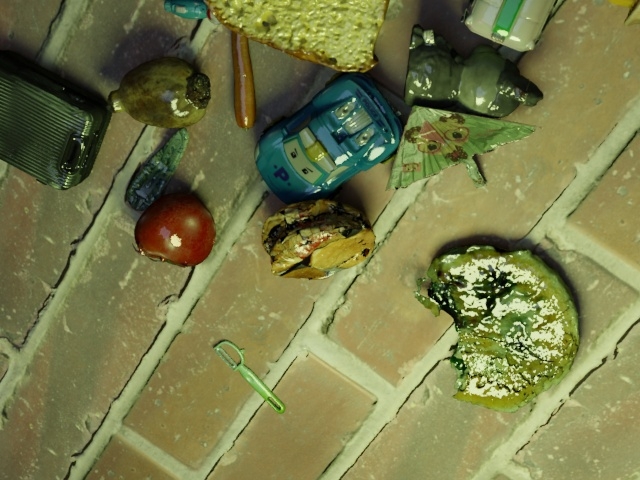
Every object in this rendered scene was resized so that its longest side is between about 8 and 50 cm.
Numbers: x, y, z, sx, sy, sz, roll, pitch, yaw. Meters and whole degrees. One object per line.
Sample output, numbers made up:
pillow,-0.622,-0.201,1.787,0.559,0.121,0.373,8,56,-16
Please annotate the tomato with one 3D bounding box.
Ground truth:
tomato,-0.296,-0.023,1.828,0.167,0.167,0.167,5,111,12

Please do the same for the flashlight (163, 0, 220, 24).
flashlight,-0.234,-0.440,1.711,0.129,0.051,0.051,10,112,16

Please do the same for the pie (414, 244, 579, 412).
pie,0.360,0.172,1.777,0.296,0.078,0.371,-15,105,17

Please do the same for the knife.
knife,-0.146,0.298,1.980,0.054,0.015,0.212,-40,96,15

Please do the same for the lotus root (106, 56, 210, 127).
lotus root,-0.314,-0.285,1.744,0.214,0.138,0.138,0,110,15

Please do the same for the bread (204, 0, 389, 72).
bread,-0.028,-0.426,1.593,0.340,0.179,0.194,22,112,8

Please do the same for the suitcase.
suitcase,-0.588,-0.251,1.819,0.312,0.128,0.202,28,114,2

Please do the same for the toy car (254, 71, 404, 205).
toy car,0.006,-0.176,1.688,0.314,0.166,0.198,-33,96,23

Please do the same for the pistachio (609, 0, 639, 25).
pistachio,0.563,-0.485,1.401,0.230,0.230,0.309,46,115,-6

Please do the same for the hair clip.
hair clip,-0.327,-0.148,1.845,0.066,0.036,0.229,41,120,1

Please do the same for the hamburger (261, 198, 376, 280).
hamburger,0.000,0.000,1.735,0.231,0.231,0.107,-31,61,22

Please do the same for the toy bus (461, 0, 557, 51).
toy bus,0.349,-0.472,1.481,0.143,0.179,0.305,24,114,4

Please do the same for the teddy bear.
teddy bear,0.256,-0.282,1.611,0.251,0.144,0.171,15,149,-9

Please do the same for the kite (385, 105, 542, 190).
kite,0.235,-0.169,1.635,0.323,0.013,0.268,-23,138,29

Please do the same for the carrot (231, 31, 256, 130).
carrot,-0.151,-0.334,1.730,0.043,0.043,0.248,2,109,13
